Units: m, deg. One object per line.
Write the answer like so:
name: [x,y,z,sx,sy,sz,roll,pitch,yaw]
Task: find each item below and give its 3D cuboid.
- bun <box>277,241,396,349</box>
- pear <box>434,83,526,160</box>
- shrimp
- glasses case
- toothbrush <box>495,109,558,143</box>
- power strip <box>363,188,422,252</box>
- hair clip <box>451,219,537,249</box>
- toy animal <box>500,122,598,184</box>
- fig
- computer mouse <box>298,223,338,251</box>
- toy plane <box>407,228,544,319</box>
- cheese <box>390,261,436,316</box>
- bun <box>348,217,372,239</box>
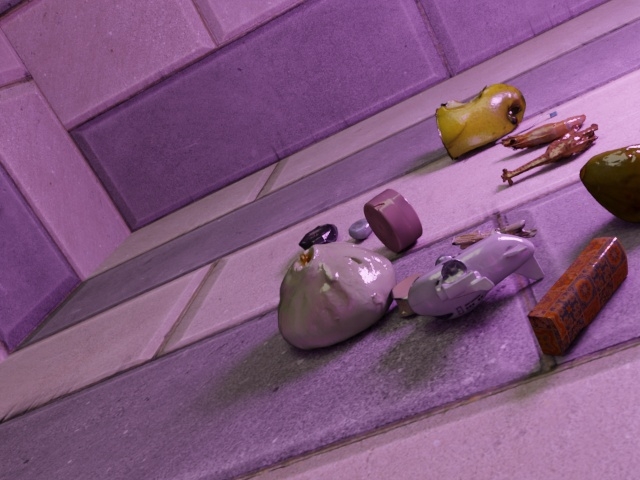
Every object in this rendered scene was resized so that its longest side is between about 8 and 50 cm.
bun: [0.014,0.094,1.497,0.293,0.187,0.293,-28,14,8]
pear: [0.505,-0.388,2.150,0.255,0.164,0.238,-19,16,32]
shrimp: [0.621,-0.306,1.921,0.236,0.053,0.133,-20,20,16]
glasses case: [0.410,0.084,1.078,0.218,0.075,0.049,-39,21,-31]
toothbrush: [0.624,-0.346,2.089,0.204,0.022,0.017,-26,7,10]
power strip: [0.181,-0.048,1.711,0.078,0.154,0.154,-36,18,-14]
hair clip: [0.369,-0.005,1.458,0.214,0.056,0.062,-18,34,56]
toy animal: [0.585,-0.221,1.736,0.275,0.054,0.149,-34,15,-13]
fig: [0.571,-0.116,1.273,0.166,0.154,0.144,17,10,0]
computer mouse: [0.000,0.000,2.009,0.106,0.062,0.192,-25,11,14]
toy plane: [0.279,0.067,1.271,0.252,0.118,0.252,-27,-1,-1]
cheese: [0.204,0.095,1.425,0.092,0.047,0.171,-14,22,33]
bun: [0.117,-0.030,1.933,0.083,0.045,0.083,-27,19,10]
